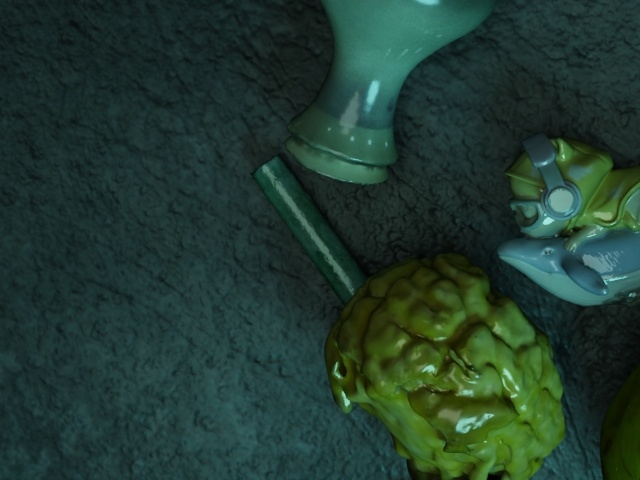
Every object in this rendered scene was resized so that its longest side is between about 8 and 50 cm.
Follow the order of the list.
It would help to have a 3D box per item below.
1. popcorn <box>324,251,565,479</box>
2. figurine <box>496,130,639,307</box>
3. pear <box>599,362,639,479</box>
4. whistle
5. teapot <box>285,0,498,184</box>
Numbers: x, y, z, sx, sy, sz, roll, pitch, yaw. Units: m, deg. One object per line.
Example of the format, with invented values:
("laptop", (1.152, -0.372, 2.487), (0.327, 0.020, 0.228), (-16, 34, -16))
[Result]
("popcorn", (0.111, 0.120, 1.457), (0.190, 0.250, 0.250), (-29, 93, -9))
("figurine", (0.260, -0.026, 1.466), (0.208, 0.128, 0.184), (-26, 91, 3))
("pear", (0.381, 0.206, 1.415), (0.283, 0.283, 0.283), (1, 99, 9))
("whistle", (0.000, 0.000, 1.550), (0.039, 0.039, 0.186), (-36, 91, 12))
("teapot", (0.052, -0.184, 1.457), (0.183, 0.183, 0.251), (22, 113, 5))
